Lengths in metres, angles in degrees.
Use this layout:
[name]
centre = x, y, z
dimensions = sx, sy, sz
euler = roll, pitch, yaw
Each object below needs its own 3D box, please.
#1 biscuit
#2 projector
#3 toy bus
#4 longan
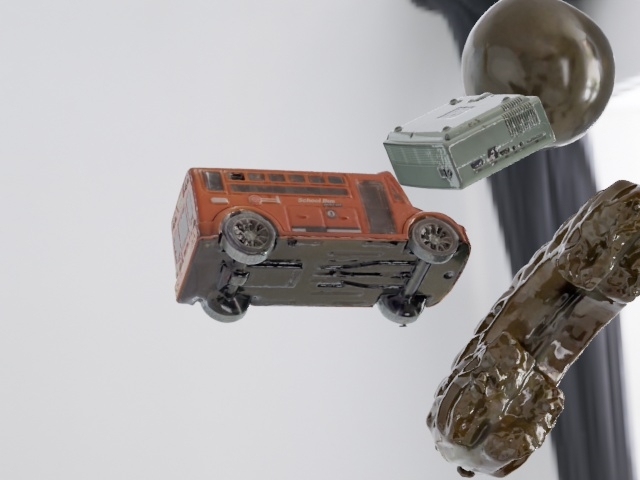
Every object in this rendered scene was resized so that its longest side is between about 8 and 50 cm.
[biscuit]
centre = 0.248, 0.097, 1.554
dimensions = 0.115, 0.366, 0.268
euler = 40, 176, 2
[projector]
centre = 0.141, -0.100, 1.386
dimensions = 0.115, 0.061, 0.147
euler = -26, -167, -17
[toy bus]
centre = 0.000, 0.000, 1.637
dimensions = 0.329, 0.153, 0.143
euler = 1, 142, -18
[longan]
centre = 0.322, -0.253, 2.090
dimensions = 0.248, 0.248, 0.248
euler = -4, 178, 0
